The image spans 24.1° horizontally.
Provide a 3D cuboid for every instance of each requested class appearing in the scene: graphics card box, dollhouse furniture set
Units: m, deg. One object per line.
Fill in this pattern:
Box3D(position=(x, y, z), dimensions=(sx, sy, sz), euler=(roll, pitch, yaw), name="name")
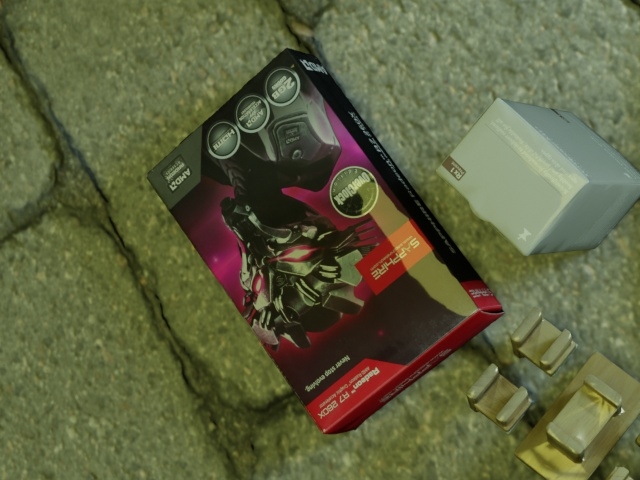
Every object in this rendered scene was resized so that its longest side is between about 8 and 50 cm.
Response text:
Box3D(position=(0.000, 0.000, 1.660), dimensions=(0.233, 0.094, 0.371), euler=(-40, 74, 19), name="graphics card box")
Box3D(position=(0.242, 0.235, 1.554), dimensions=(0.212, 0.161, 0.242), euler=(37, 82, 19), name="dollhouse furniture set")

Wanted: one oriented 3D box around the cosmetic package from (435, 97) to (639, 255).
Box3D(position=(0.225, -0.061, 1.482), dimensions=(0.127, 0.238, 0.107), euler=(45, 106, 17), name="cosmetic package")
